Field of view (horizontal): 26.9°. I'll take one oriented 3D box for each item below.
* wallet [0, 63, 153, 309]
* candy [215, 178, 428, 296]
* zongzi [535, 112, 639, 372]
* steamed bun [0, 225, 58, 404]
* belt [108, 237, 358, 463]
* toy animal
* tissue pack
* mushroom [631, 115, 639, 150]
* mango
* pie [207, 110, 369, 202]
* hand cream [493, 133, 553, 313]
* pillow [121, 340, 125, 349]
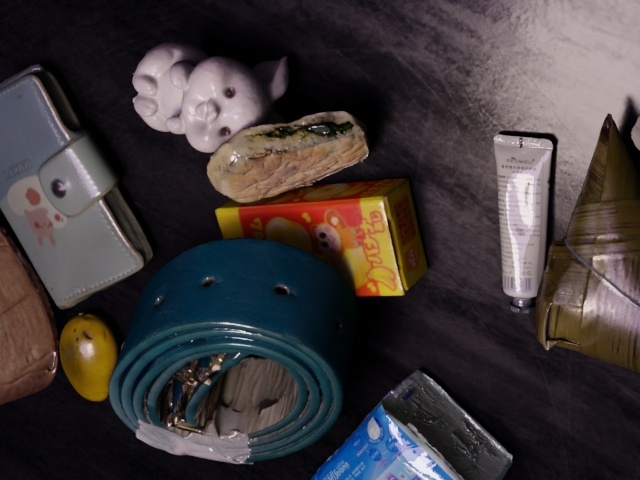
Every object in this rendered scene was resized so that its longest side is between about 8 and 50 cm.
[{"bbox_3d":[-0.413,-0.079,2.058,0.252,0.083,0.360,-23,100,40],"label":"wallet"},{"bbox_3d":[0.000,0.000,1.852,0.276,0.088,0.146,-5,110,31],"label":"candy"},{"bbox_3d":[0.417,0.021,1.608,0.286,0.138,0.300,18,110,17],"label":"zongzi"},{"bbox_3d":[-0.580,0.131,2.143,0.199,0.251,0.301,-15,97,42],"label":"steamed bun"},{"bbox_3d":[-0.120,0.168,1.869,0.300,0.173,0.436,25,147,-14],"label":"belt"},{"bbox_3d":[-0.142,-0.195,1.800,0.193,0.178,0.127,13,109,26],"label":"toy animal"},{"bbox_3d":[0.112,0.346,1.904,0.198,0.146,0.263,44,126,8],"label":"tissue pack"},{"bbox_3d":[0.466,-0.087,1.558,0.223,0.081,0.092,40,106,6],"label":"mushroom"},{"bbox_3d":[-0.372,0.193,2.156,0.103,0.076,0.161,21,128,28],"label":"mango"},{"bbox_3d":[-0.043,-0.103,1.777,0.185,0.218,0.052,104,150,-65],"label":"pie"},{"bbox_3d":[0.260,-0.021,1.726,0.080,0.050,0.234,7,110,27],"label":"hand cream"},{"bbox_3d":[-0.236,0.244,2.126,0.211,0.034,0.135,27,120,15],"label":"pillow"}]
